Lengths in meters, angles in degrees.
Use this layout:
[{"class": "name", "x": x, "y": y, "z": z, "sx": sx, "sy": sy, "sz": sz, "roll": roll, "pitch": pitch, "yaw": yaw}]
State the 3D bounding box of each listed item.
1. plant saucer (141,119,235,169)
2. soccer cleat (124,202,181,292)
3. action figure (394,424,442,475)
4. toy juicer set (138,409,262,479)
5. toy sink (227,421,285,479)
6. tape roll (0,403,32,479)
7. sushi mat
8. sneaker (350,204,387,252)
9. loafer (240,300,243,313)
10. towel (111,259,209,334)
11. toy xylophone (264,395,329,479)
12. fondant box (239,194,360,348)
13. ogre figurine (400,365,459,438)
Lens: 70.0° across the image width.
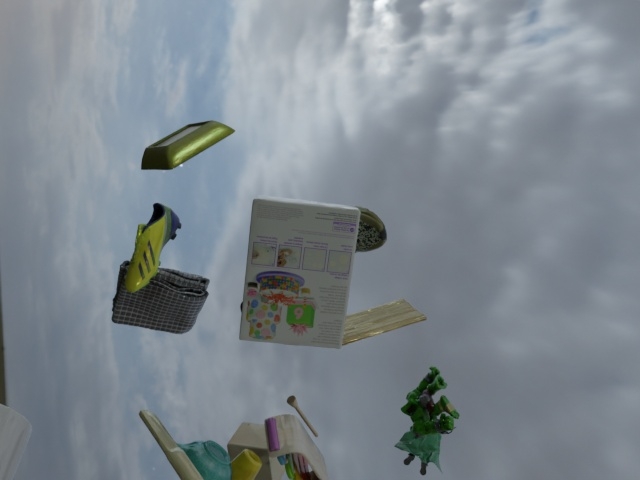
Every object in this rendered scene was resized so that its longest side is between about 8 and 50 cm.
[{"class": "plant saucer", "x": -0.324, "y": -0.231, "z": 1.080, "sx": 0.188, "sy": 0.188, "sz": 0.045, "roll": 10, "pitch": -48, "yaw": 49}, {"class": "soccer cleat", "x": -0.518, "y": 0.016, "z": 1.356, "sx": 0.093, "sy": 0.121, "sz": 0.289, "roll": -4, "pitch": -127, "yaw": 30}, {"class": "action figure", "x": 0.298, "y": 0.573, "z": 1.314, "sx": 0.137, "sy": 0.232, "sz": 0.063, "roll": 28, "pitch": -71, "yaw": 17}, {"class": "toy juicer set", "x": -0.212, "y": 0.465, "z": 0.876, "sx": 0.089, "sy": 0.329, "sz": 0.209, "roll": -49, "pitch": -142, "yaw": -6}, {"class": "toy sink", "x": -0.208, "y": 0.761, "z": 1.561, "sx": 0.153, "sy": 0.131, "sz": 0.234, "roll": -2, "pitch": -75, "yaw": 18}, {"class": "tape roll", "x": -0.677, "y": 0.401, "z": 0.811, "sx": 0.169, "sy": 0.246, "sz": 0.246, "roll": -93, "pitch": -153, "yaw": -46}, {"class": "sushi mat", "x": 0.164, "y": 0.253, "z": 1.440, "sx": 0.151, "sy": 0.316, "sz": 0.019, "roll": -146, "pitch": -134, "yaw": -64}, {"class": "sneaker", "x": 0.000, "y": 0.000, "z": 1.384, "sx": 0.410, "sy": 0.182, "sz": 0.158, "roll": 0, "pitch": -59, "yaw": 31}, {"class": "loafer", "x": -0.110, "y": 0.173, "z": 1.553, "sx": 0.366, "sy": 0.130, "sz": 0.134, "roll": -19, "pitch": -76, "yaw": 27}, {"class": "towel", "x": -0.535, "y": 0.196, "z": 1.512, "sx": 0.121, "sy": 0.283, "sz": 0.235, "roll": -94, "pitch": -152, "yaw": -43}, {"class": "toy xylophone", "x": -0.054, "y": 0.586, "z": 1.259, "sx": 0.236, "sy": 0.081, "sz": 0.323, "roll": -111, "pitch": 178, "yaw": -67}, {"class": "fondant box", "x": -0.051, "y": 0.072, "z": 1.059, "sx": 0.096, "sy": 0.238, "sz": 0.330, "roll": -114, "pitch": -149, "yaw": -79}, {"class": "ogre figurine", "x": 0.276, "y": 0.422, "z": 1.173, "sx": 0.118, "sy": 0.097, "sz": 0.197, "roll": -43, "pitch": -142, "yaw": 21}]
